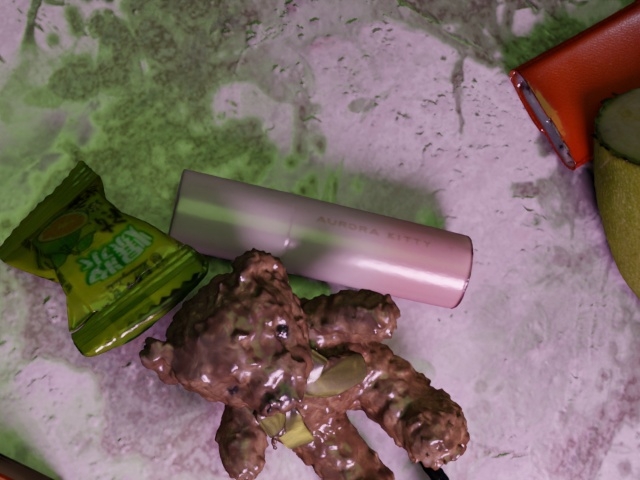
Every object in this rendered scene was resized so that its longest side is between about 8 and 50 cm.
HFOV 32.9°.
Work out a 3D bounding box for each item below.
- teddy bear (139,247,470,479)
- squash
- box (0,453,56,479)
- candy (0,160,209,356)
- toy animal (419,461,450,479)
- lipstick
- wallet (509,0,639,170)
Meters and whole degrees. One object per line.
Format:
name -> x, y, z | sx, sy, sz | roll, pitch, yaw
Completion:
teddy bear -> -0.004, 0.153, 1.082 | 0.246, 0.222, 0.296 | -45, 82, 10
squash -> 0.418, -0.037, 1.291 | 0.189, 0.260, 0.189 | -9, 41, 7
box -> -0.408, 0.322, 0.931 | 0.257, 0.318, 0.349 | 27, 77, -4
candy -> -0.236, 0.010, 1.091 | 0.149, 0.246, 0.069 | -41, 133, -17
toy animal -> 0.151, 0.313, 1.160 | 0.062, 0.108, 0.220 | -24, 51, -11
lipstick -> 0.000, 0.000, 1.189 | 0.327, 0.087, 0.087 | 13, 78, -10
wallet -> 0.345, -0.190, 1.314 | 0.204, 0.045, 0.142 | -30, 87, -15
